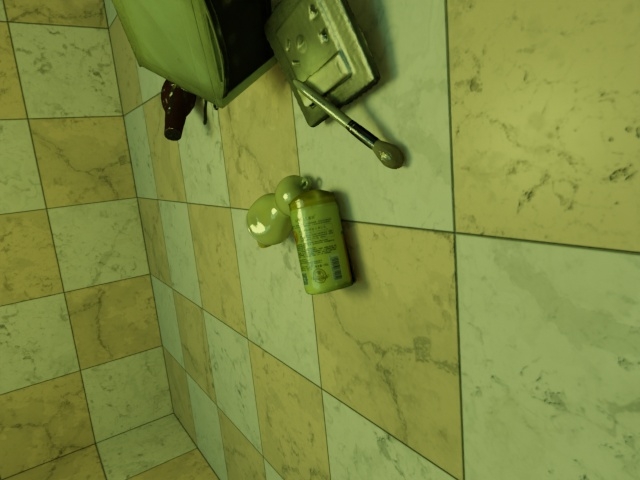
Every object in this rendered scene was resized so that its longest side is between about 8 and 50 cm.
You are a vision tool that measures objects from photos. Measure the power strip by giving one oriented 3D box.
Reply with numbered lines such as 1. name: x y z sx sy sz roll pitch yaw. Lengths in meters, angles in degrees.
1. power strip: 0.007 -0.393 0.925 0.256 0.092 0.252 -16 96 57

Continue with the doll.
1. doll: -0.102 -0.079 1.194 0.296 0.117 0.142 -34 65 42

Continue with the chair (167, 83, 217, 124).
1. chair: -0.390 -0.504 1.430 0.149 0.174 0.213 -78 4 -59

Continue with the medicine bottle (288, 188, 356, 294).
1. medicine bottle: 0.000 0.000 1.045 0.124 0.124 0.239 -14 87 58

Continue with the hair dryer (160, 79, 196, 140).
1. hair dryer: -0.501 -0.554 1.519 0.341 0.123 0.313 98 168 -49

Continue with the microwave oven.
1. microwave oven: -0.278 -0.557 1.002 0.332 0.247 0.394 31 156 13

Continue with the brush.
1. brush: 0.051 -0.238 0.891 0.299 0.042 0.039 44 165 19
